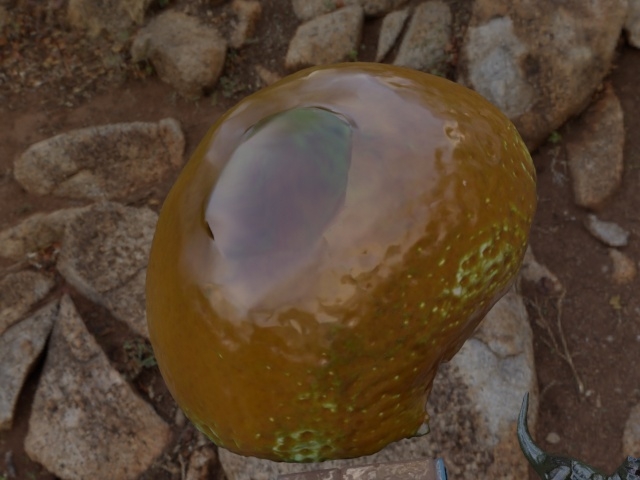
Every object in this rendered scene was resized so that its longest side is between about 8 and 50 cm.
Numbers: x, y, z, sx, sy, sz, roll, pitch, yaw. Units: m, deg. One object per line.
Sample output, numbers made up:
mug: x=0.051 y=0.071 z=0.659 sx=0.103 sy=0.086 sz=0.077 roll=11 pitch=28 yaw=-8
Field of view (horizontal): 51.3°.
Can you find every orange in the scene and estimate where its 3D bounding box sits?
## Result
orange: x=-0.004 y=-0.006 z=0.511 sx=0.334 sy=0.196 sz=0.262 roll=-48 pitch=43 yaw=1

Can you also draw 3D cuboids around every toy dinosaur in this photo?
toy dinosaur: x=0.372 y=0.307 z=0.935 sx=0.187 sy=0.087 sz=0.179 roll=-4 pitch=34 yaw=24

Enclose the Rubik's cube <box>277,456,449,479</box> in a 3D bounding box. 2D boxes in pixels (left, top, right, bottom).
Rubik's cube: x=0.057 y=0.416 z=0.769 sx=0.221 sy=0.231 sz=0.224 roll=-10 pitch=14 yaw=8
